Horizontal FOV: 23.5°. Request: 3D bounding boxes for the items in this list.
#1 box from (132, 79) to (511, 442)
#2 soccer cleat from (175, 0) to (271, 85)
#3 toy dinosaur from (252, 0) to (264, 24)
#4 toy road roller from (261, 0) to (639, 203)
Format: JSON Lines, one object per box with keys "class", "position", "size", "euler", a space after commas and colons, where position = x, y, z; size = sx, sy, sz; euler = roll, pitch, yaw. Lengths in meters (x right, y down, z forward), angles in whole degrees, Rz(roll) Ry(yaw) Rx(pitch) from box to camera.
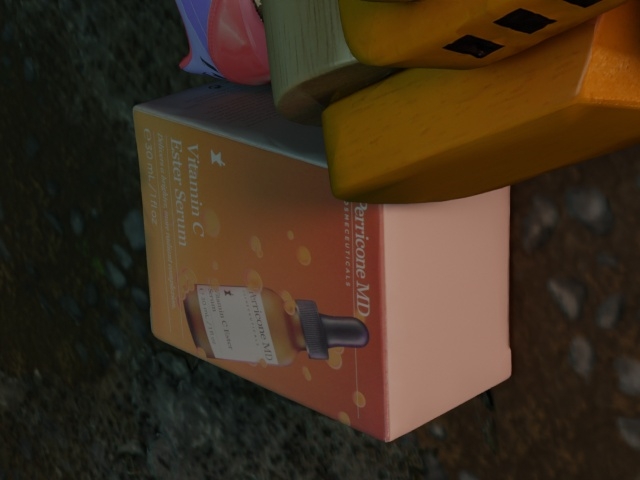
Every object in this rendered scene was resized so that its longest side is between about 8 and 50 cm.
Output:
{"class": "box", "position": [0.000, 0.000, 0.744], "size": [0.170, 0.091, 0.130], "euler": [19, 120, 42]}
{"class": "soccer cleat", "position": [-0.056, -0.193, 0.725], "size": [0.095, 0.083, 0.248], "euler": [-1, 110, 39]}
{"class": "toy dinosaur", "position": [-0.048, -0.138, 0.674], "size": [0.082, 0.047, 0.090], "euler": [37, 134, 20]}
{"class": "toy road roller", "position": [0.041, -0.142, 0.492], "size": [0.329, 0.240, 0.202], "euler": [-20, 74, 52]}
